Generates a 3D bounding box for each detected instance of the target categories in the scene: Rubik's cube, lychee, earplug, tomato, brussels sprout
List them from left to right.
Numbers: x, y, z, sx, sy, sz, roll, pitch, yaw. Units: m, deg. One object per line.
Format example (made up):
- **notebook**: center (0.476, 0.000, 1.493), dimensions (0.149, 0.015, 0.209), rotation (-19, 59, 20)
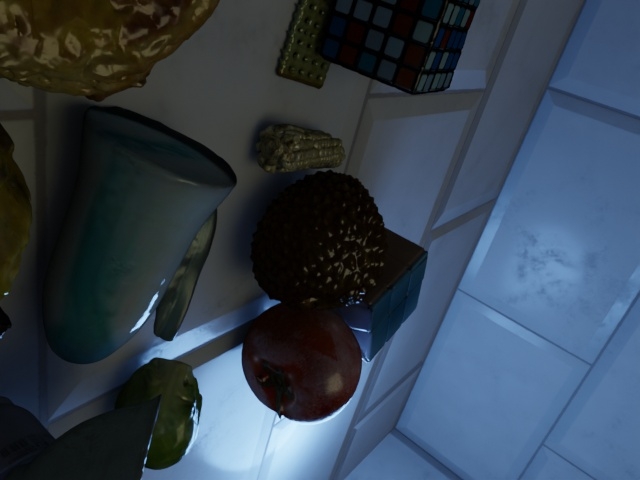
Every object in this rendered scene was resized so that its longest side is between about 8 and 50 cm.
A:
- **earplug**: center (-0.259, 0.018, 0.659), dimensions (0.185, 0.185, 0.324), rotation (-1, 126, -58)
- **brussels sprout**: center (-0.280, 0.296, 0.893), dimensions (0.161, 0.144, 0.180), rotation (128, -30, -57)
- **tomato**: center (-0.036, 0.256, 1.132), dimensions (0.227, 0.270, 0.270), rotation (-35, 145, -48)
- **lychee**: center (0.000, 0.000, 0.970), dimensions (0.267, 0.267, 0.267), rotation (-39, 147, -32)
- **Rubik's cube**: center (0.095, 0.110, 1.246), dimensions (0.225, 0.221, 0.231), rotation (-40, 147, -32)
- **Rubik's cube**: center (0.135, -0.359, 0.860), dimensions (0.182, 0.187, 0.184), rotation (-29, 140, -56)

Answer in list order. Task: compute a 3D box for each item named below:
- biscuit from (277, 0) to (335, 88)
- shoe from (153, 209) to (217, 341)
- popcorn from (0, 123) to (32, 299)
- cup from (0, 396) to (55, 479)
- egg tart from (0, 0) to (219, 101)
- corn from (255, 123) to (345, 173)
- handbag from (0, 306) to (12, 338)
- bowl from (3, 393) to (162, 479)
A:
- **biscuit**: center (0.004, -0.368, 0.841), dimensions (0.139, 0.016, 0.231), rotation (-9, 125, -57)
- **shoe**: center (-0.229, 0.030, 0.785), dimensions (0.100, 0.103, 0.250), rotation (12, 98, -24)
- **popcorn**: center (-0.336, -0.023, 0.380), dimensions (0.190, 0.250, 0.250), rotation (-48, 156, 18)
- **cup**: center (-0.409, 0.284, 0.680), dimensions (0.134, 0.142, 0.173), rotation (-61, 152, 3)
- **egg tart**: center (-0.222, -0.290, 0.428), dimensions (0.341, 0.129, 0.341), rotation (-39, 148, -31)
- **corn**: center (-0.030, -0.165, 0.923), dimensions (0.211, 0.087, 0.087), rotation (-19, 133, -56)
- **handbag**: center (-0.429, 0.115, 0.464), dimensions (0.169, 0.155, 0.215), rotation (-53, 154, 8)
- **bowl**: center (-0.283, 0.320, 0.574), dimensions (0.146, 0.313, 0.313), rotation (12, 114, -14)
